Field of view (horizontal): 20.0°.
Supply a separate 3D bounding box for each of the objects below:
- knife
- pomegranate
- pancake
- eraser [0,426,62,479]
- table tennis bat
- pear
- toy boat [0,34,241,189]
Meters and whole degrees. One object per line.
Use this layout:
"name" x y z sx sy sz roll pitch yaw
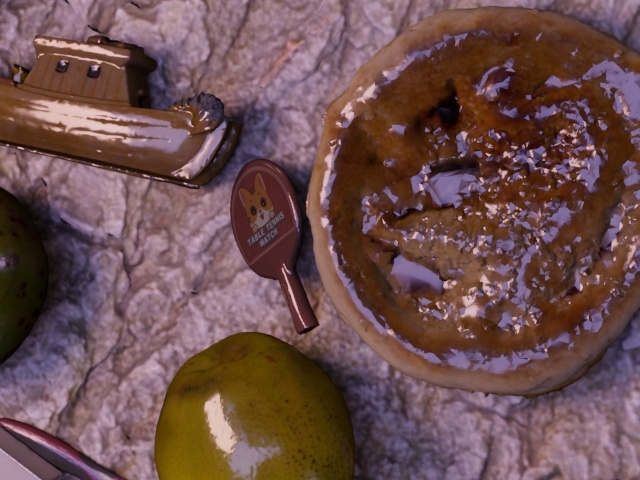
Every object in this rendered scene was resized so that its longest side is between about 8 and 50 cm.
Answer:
"knife" -0.213 0.237 1.755 0.247 0.018 0.035 29 98 11
"pomegranate" -0.370 0.035 1.681 0.202 0.248 0.202 -3 85 42
"pancake" 0.152 -0.036 1.590 0.356 0.065 0.356 0 92 9
"eraser" -0.341 0.291 1.771 0.092 0.046 0.212 36 106 10
"table tennis bat" 0.000 0.000 1.687 0.107 0.119 0.170 -41 64 50
"pear" -0.059 0.186 1.623 0.198 0.198 0.198 1 93 16
"toy boat" -0.229 -0.135 1.704 0.321 0.089 0.121 13 91 16
